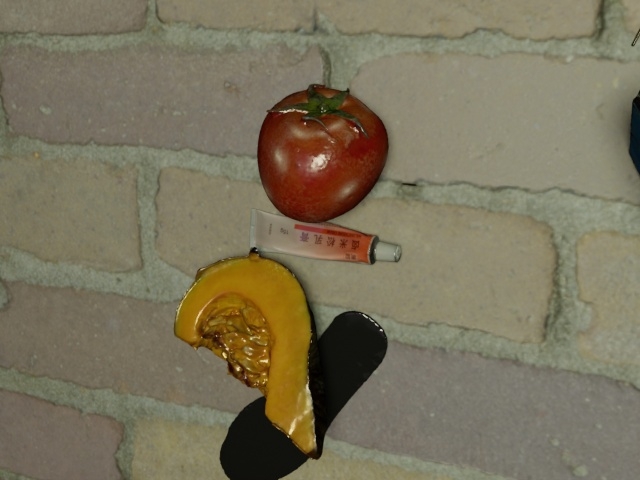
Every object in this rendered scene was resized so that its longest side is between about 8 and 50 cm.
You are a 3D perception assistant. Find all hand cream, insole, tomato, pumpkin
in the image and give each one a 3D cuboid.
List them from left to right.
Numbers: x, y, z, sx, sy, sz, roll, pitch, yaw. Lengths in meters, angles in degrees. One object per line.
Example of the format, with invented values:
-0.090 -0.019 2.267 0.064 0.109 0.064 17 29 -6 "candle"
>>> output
-0.048 0.131 0.804 0.278 0.111 0.163 37 92 24 "pumpkin"
-0.030 0.235 0.859 0.119 0.009 0.348 40 109 7 "insole"
0.000 -0.097 0.725 0.167 0.167 0.168 3 100 18 "tomato"
0.001 -0.001 0.800 0.216 0.038 0.053 9 74 21 "hand cream"

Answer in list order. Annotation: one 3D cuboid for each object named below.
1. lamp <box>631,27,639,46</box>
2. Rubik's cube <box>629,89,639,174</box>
0.397 -0.209 0.631 0.121 0.041 0.054 29 99 9 "lamp"
0.407 -0.072 0.554 0.180 0.167 0.184 -21 74 21 "Rubik's cube"
